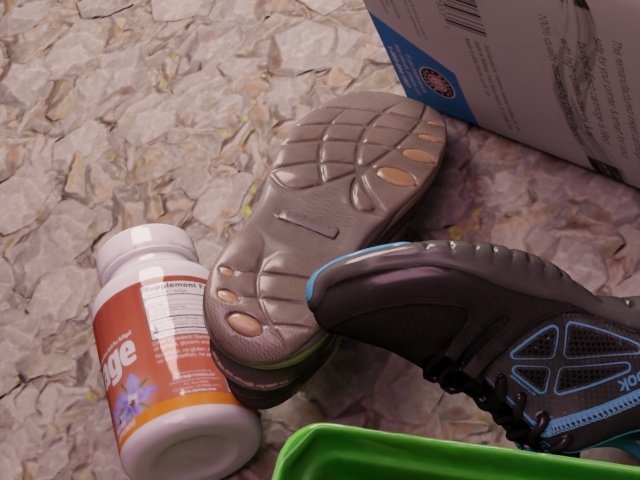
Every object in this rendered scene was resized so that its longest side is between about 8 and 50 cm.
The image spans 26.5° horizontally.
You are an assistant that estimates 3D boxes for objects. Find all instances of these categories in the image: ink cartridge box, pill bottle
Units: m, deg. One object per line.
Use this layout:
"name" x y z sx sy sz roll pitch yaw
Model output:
"ink cartridge box" 0.232 -0.190 1.102 0.395 0.285 0.166 26 72 31
"pill bottle" -0.131 0.096 1.177 0.121 0.121 0.216 -24 54 7

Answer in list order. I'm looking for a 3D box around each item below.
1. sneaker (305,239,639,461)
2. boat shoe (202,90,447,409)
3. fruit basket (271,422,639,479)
"sneaker" 0.152 0.090 0.999 0.341 0.125 0.139 12 73 -7
"boat shoe" 0.000 0.000 1.165 0.132 0.130 0.355 26 47 14
"fruit basket" 0.101 0.254 0.843 0.392 0.392 0.283 4 62 24
